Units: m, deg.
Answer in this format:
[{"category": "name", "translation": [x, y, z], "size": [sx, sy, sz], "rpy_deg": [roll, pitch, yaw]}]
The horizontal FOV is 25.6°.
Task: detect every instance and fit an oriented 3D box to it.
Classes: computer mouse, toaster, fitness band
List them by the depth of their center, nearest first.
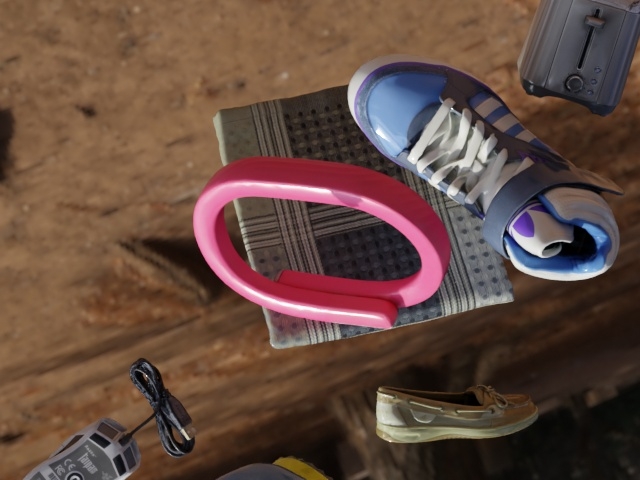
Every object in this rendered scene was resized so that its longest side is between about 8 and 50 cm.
[{"category": "computer mouse", "translation": [-0.220, 0.212, 1.401], "size": [0.193, 0.106, 0.042], "rpy_deg": [-36, -171, -7]}, {"category": "fitness band", "translation": [0.000, 0.000, 1.545], "size": [0.290, 0.209, 0.054], "rpy_deg": [6, -136, 22]}, {"category": "toaster", "translation": [0.316, -0.250, 1.690], "size": [0.227, 0.129, 0.146], "rpy_deg": [-63, 170, -68]}]

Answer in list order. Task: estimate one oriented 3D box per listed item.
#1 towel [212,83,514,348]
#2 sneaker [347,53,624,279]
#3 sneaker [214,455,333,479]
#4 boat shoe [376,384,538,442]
[{"category": "towel", "translation": [0.050, -0.044, 1.733], "size": [0.312, 0.324, 0.056], "rpy_deg": [-12, 164, -8]}, {"category": "sneaker", "translation": [0.188, -0.072, 1.525], "size": [0.130, 0.322, 0.236], "rpy_deg": [-54, -159, 14]}, {"category": "sneaker", "translation": [0.018, 0.165, 0.594], "size": [0.082, 0.209, 0.069], "rpy_deg": [-16, 125, -46]}, {"category": "boat shoe", "translation": [0.124, 0.148, 1.264], "size": [0.153, 0.048, 0.056], "rpy_deg": [-3, -171, -12]}]
